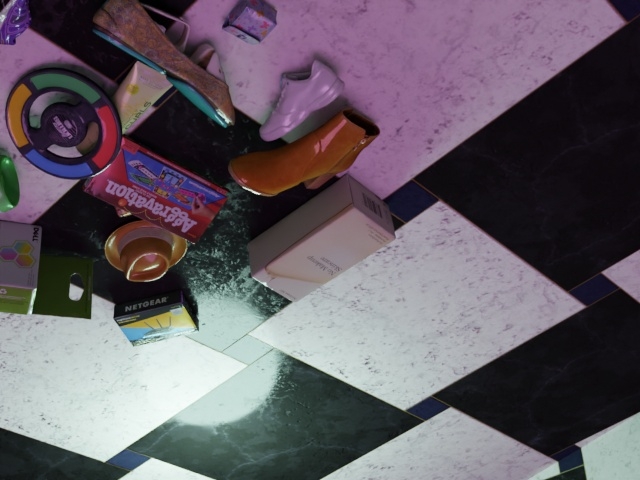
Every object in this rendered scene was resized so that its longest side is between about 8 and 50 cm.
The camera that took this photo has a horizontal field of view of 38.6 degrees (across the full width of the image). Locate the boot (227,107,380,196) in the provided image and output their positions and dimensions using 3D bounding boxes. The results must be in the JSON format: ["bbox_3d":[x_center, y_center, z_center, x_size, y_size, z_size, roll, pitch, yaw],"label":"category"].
[{"bbox_3d":[-0.027,-0.188,1.832,0.295,0.104,0.211,-3,148,-50],"label":"boot"}]

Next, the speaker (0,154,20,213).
[{"bbox_3d":[-0.768,-0.096,1.834,0.297,0.131,0.131,-9,139,0],"label":"speaker"}]

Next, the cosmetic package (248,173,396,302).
[{"bbox_3d":[0.000,0.000,2.088,0.309,0.113,0.160,-35,132,26],"label":"cosmetic package"}]

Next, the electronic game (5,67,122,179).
[{"bbox_3d":[-0.492,-0.221,1.751,0.229,0.048,0.229,4,120,7],"label":"electronic game"}]

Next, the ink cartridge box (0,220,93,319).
[{"bbox_3d":[-0.622,0.064,1.996,0.255,0.188,0.097,7,135,-19],"label":"ink cartridge box"}]

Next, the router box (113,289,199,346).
[{"bbox_3d":[-0.410,0.197,2.287,0.179,0.046,0.133,-14,138,6],"label":"router box"}]

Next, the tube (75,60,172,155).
[{"bbox_3d":[-0.389,-0.251,1.779,0.240,0.070,0.062,-41,89,26],"label":"tube"}]

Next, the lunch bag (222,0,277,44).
[{"bbox_3d":[-0.129,-0.395,1.664,0.071,0.053,0.083,26,137,-31],"label":"lunch bag"}]

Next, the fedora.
[{"bbox_3d":[-0.399,0.038,2.085,0.194,0.079,0.194,-4,139,-4],"label":"fedora"}]

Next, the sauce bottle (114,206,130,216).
[{"bbox_3d":[-0.380,-0.086,1.974,0.128,0.042,0.042,-18,138,-1],"label":"sauce bottle"}]

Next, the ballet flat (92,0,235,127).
[{"bbox_3d":[-0.257,-0.335,1.677,0.123,0.123,0.348,-32,135,25],"label":"ballet flat"}]

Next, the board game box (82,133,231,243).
[{"bbox_3d":[-0.343,-0.106,1.934,0.281,0.027,0.145,27,108,-33],"label":"board game box"}]

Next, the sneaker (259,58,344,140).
[{"bbox_3d":[-0.056,-0.281,1.802,0.212,0.080,0.094,-33,113,30],"label":"sneaker"}]

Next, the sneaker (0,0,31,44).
[{"bbox_3d":[-0.530,-0.405,1.590,0.071,0.068,0.170,5,148,-38],"label":"sneaker"}]
